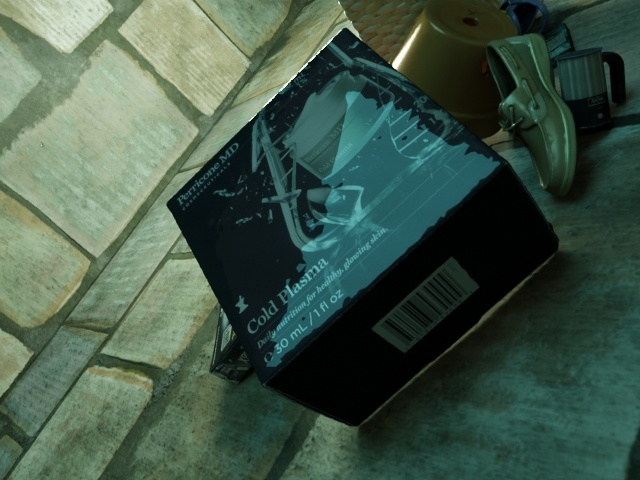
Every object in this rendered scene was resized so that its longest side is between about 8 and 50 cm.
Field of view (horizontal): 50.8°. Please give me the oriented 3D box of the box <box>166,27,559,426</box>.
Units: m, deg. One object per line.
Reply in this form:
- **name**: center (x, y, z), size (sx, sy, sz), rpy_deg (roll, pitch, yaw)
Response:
- **box**: center (0.053, -0.029, 1.188), size (0.480, 0.297, 0.472), rpy_deg (-43, 47, 7)

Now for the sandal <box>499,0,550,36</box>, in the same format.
- **sandal**: center (0.487, -0.570, 1.716), size (0.138, 0.126, 0.317), rpy_deg (-17, 33, 10)

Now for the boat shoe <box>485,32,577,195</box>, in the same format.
- **boat shoe**: center (0.380, -0.229, 1.239), size (0.110, 0.122, 0.341), rpy_deg (-5, 62, -2)

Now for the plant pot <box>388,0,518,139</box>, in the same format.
- **plant pot**: center (0.290, -0.380, 1.444), size (0.204, 0.290, 0.291), rpy_deg (103, -177, -46)

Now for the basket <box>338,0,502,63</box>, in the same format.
- **basket**: center (0.235, -0.632, 1.605), size (0.331, 0.328, 0.266), rpy_deg (-14, 39, 35)

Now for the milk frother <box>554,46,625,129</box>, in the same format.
- **milk frother**: center (0.482, -0.287, 1.266), size (0.129, 0.135, 0.143), rpy_deg (-22, 18, -27)

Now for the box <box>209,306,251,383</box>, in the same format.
- **box**: center (-0.160, 0.150, 1.610), size (0.242, 0.076, 0.307), rpy_deg (-53, 21, 27)

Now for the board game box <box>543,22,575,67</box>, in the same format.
- **board game box**: center (0.494, -0.416, 1.565), size (0.186, 0.026, 0.126), rpy_deg (-29, 31, 32)
